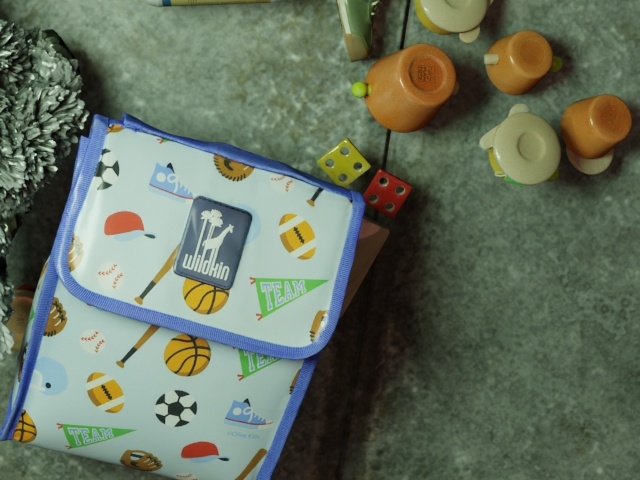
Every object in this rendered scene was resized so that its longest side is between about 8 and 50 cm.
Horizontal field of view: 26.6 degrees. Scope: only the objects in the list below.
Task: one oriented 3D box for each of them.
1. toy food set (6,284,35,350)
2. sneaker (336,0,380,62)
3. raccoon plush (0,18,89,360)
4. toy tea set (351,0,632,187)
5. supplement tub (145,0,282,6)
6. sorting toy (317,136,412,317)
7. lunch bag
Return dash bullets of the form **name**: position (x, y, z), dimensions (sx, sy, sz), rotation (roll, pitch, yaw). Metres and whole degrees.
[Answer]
- **toy food set**: position (-0.369, 0.097, 1.669), dimensions (0.083, 0.020, 0.083), rotation (-12, 106, 0)
- **sneaker**: position (0.056, -0.307, 1.562), dimensions (0.086, 0.064, 0.192), rotation (-11, 103, 4)
- **raccoon plush**: position (-0.402, -0.118, 1.393), dimensions (0.216, 0.299, 0.446), rotation (-20, 66, 21)
- **toy tea set**: position (0.203, -0.166, 1.611), dimensions (0.336, 0.124, 0.200), rotation (36, 71, -9)
- **supplement tub**: position (-0.102, -0.335, 1.502), dimensions (0.199, 0.144, 0.144), rotation (-3, 106, -4)
- **sorting toy**: position (0.000, 0.000, 1.649), dimensions (0.132, 0.046, 0.275), rotation (25, 111, -11)
- **lunch bag**: position (-0.158, 0.071, 1.530), dimensions (0.327, 0.239, 0.385), rotation (17, 113, -13)
